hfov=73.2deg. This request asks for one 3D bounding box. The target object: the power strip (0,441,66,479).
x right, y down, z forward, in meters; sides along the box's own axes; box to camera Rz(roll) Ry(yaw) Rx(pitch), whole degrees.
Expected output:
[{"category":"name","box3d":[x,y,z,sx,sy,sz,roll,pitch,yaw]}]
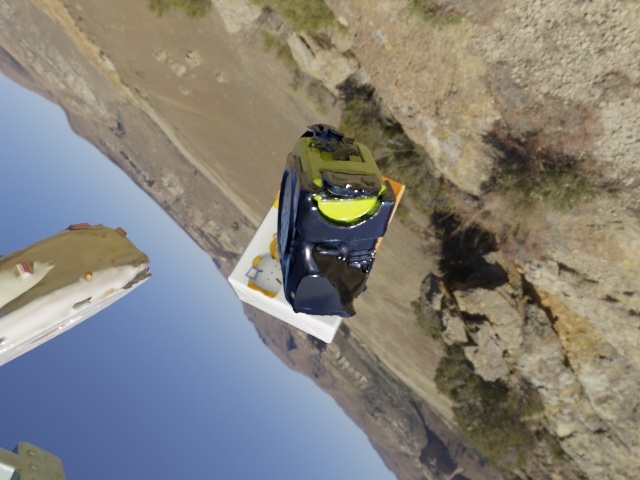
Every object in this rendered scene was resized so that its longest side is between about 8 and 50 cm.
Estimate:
[{"category":"power strip","box3d":[-0.691,0.550,1.007,0.193,0.059,0.265,47,156,-29]}]

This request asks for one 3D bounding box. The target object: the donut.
[{"category":"donut","box3d":[-0.490,0.098,0.748,0.142,0.383,0.383,59,169,-3]}]

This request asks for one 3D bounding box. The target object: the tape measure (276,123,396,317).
[{"category":"tape measure","box3d":[0.010,-0.034,0.497,0.186,0.112,0.198,-104,23,-50]}]

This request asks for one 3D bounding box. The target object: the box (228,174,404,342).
[{"category":"box","box3d":[0.000,0.000,0.878,0.225,0.341,0.143,25,160,8]}]
